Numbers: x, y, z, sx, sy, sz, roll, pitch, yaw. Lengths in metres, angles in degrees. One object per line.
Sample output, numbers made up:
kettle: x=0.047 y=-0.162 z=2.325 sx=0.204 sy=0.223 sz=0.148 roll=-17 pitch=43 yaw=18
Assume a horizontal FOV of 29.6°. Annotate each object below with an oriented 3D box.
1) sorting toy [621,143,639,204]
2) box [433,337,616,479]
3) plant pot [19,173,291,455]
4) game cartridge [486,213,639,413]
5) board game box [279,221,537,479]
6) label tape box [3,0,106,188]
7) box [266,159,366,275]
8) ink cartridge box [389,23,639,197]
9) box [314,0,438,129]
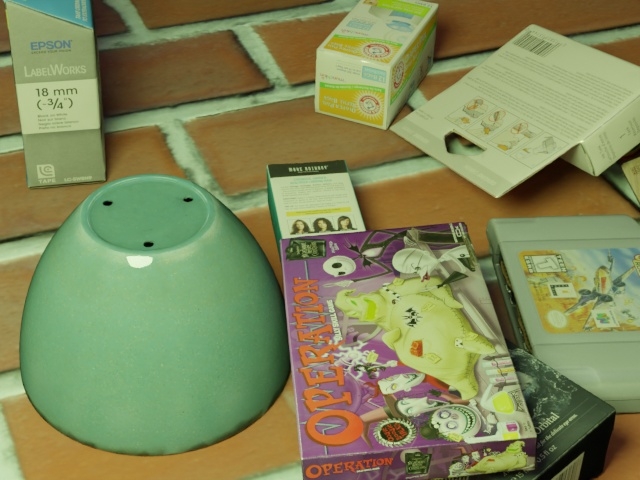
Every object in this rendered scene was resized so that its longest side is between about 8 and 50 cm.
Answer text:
sorting toy: x=0.461 y=-0.048 z=1.483 sx=0.132 sy=0.046 sz=0.274 roll=-21 pitch=57 yaw=3
box: x=0.172 y=0.190 z=1.171 sx=0.156 sy=0.093 sz=0.158 roll=-30 pitch=48 yaw=-34
plant pot: x=-0.172 y=0.047 z=1.248 sx=0.290 sy=0.195 sz=0.290 roll=2 pitch=38 yaw=-1
game cartridge: x=0.310 y=0.072 z=1.361 sx=0.198 sy=0.062 sz=0.297 roll=-5 pitch=39 yaw=-3
board game box: x=0.072 y=0.099 z=1.183 sx=0.208 sy=0.056 sz=0.347 roll=-9 pitch=34 yaw=0
label tape box: x=-0.336 y=-0.269 z=1.522 sx=0.106 sy=0.333 sz=0.240 roll=-5 pitch=39 yaw=-9
box: x=0.000 y=0.000 z=1.423 sx=0.101 sy=0.060 sz=0.244 roll=-4 pitch=39 yaw=-8
ink cartridge box: x=0.267 y=-0.156 z=1.578 sx=0.261 sy=0.066 sz=0.296 roll=-36 pitch=32 yaw=-6
box: x=0.081 y=-0.259 z=1.718 sx=0.114 sy=0.103 sz=0.203 roll=17 pitch=41 yaw=17
